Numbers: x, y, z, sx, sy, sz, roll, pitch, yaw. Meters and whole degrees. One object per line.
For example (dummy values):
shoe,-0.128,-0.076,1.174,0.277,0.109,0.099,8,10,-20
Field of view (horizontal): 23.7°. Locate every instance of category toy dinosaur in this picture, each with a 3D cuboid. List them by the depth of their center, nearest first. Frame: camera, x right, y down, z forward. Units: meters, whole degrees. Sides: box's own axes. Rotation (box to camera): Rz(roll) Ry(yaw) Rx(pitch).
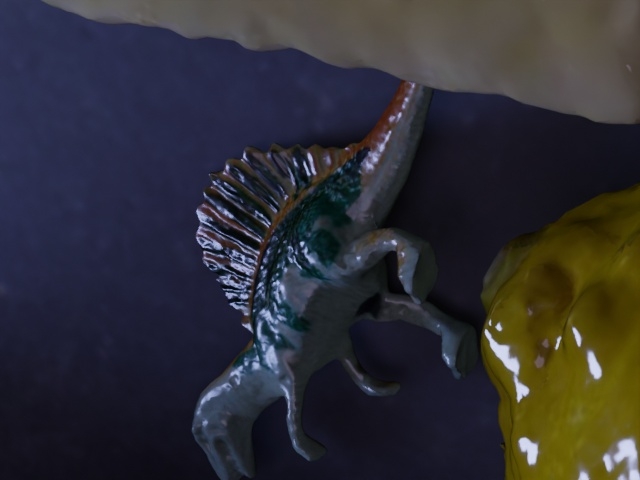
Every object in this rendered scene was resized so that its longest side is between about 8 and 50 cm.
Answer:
toy dinosaur,-0.002,0.000,0.527,0.106,0.044,0.187,8,110,33

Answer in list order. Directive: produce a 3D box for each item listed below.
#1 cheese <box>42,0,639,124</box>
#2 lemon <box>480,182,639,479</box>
cheese,0.007,-0.173,0.398,0.384,0.104,0.383,15,122,25
lemon,0.159,0.071,0.404,0.260,0.204,0.204,30,113,8
